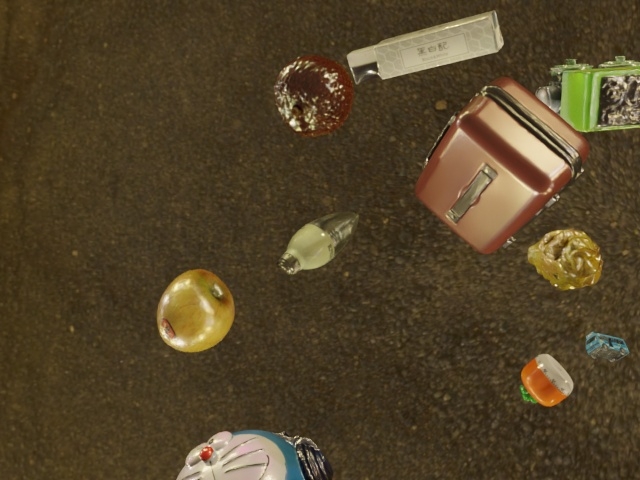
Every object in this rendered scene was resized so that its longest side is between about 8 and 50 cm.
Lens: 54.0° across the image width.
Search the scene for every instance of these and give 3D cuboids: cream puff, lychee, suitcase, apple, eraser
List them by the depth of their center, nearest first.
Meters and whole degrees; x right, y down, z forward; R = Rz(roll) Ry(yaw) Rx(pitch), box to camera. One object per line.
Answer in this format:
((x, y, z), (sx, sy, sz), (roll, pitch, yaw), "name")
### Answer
((0.275, 0.019, 0.696), (0.058, 0.083, 0.083), (-32, 47, -10), "cream puff")
((0.322, -0.129, 1.165), (0.236, 0.297, 0.161), (43, 66, 11), "suitcase")
((-0.281, 0.161, 1.406), (0.155, 0.182, 0.182), (-41, 72, 20), "apple")
((-0.011, -0.331, 1.428), (0.194, 0.194, 0.195), (0, 90, 28), "lychee")
((0.276, -0.516, 1.695), (0.403, 0.098, 0.096), (-5, 117, 29), "eraser")

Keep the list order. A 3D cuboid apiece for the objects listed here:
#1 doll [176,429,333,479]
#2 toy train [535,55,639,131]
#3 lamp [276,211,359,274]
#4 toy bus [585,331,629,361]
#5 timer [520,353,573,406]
((-0.099, 0.413, 0.907), (0.284, 0.240, 0.310), (-34, 35, -10), "doll")
((0.694, -0.347, 1.499), (0.307, 0.249, 0.174), (-6, 106, -10), "toy train")
((0.000, 0.000, 1.427), (0.101, 0.250, 0.101), (30, 140, 29), "lamp")
((0.589, 0.219, 1.296), (0.038, 0.083, 0.046), (123, 153, -45), "toy bus")
((0.559, 0.360, 1.580), (0.099, 0.136, 0.136), (31, 108, -15), "timer")
